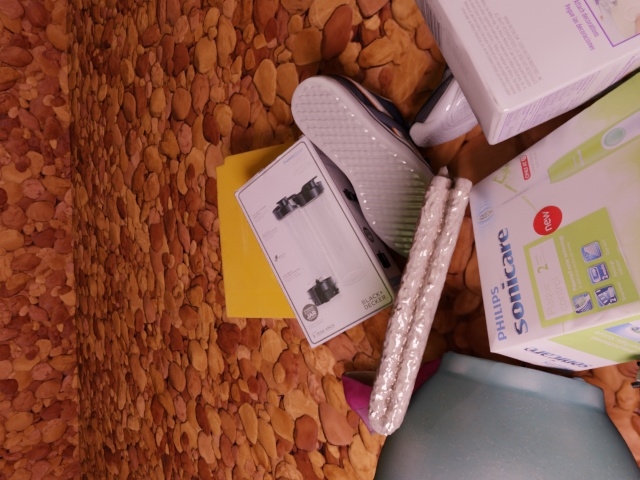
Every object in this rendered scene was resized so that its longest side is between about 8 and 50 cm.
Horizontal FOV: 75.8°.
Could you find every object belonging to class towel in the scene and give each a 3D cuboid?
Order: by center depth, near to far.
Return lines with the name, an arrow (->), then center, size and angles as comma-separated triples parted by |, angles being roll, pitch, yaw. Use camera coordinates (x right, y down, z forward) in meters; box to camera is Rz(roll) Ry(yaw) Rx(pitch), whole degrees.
towel -> 0.116, 0.063, 0.485 | 0.049, 0.187, 0.282 | 16, 93, 18

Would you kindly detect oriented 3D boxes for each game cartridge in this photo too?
game cartridge -> -0.067, -0.016, 0.775 | 0.285, 0.053, 0.323 | -5, 88, 27

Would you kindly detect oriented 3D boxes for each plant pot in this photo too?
plant pot -> 0.213, 0.243, 0.471 | 0.293, 0.293, 0.196 | 0, 70, 43

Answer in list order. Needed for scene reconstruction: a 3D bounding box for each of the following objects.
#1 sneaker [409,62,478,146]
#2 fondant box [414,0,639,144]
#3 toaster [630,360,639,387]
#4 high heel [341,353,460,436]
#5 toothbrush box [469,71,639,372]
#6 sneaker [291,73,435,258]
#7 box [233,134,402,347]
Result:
sneaker -> 0.195, -0.258, 0.534 | 0.268, 0.101, 0.153 | -46, 64, 29
fondant box -> 0.267, -0.272, 0.374 | 0.330, 0.096, 0.238 | -24, 77, 14
toaster -> 0.378, 0.175, 0.361 | 0.110, 0.168, 0.185 | -29, 74, 40
high heel -> 0.123, 0.218, 0.669 | 0.117, 0.082, 0.244 | 56, 135, 25
toothbrush box -> 0.289, -0.018, 0.365 | 0.283, 0.122, 0.206 | -42, 36, 51
sneaker -> 0.099, -0.121, 0.629 | 0.126, 0.127, 0.321 | -33, 98, 36
box -> 0.000, 0.000, 0.662 | 0.169, 0.087, 0.290 | -35, 76, 24
